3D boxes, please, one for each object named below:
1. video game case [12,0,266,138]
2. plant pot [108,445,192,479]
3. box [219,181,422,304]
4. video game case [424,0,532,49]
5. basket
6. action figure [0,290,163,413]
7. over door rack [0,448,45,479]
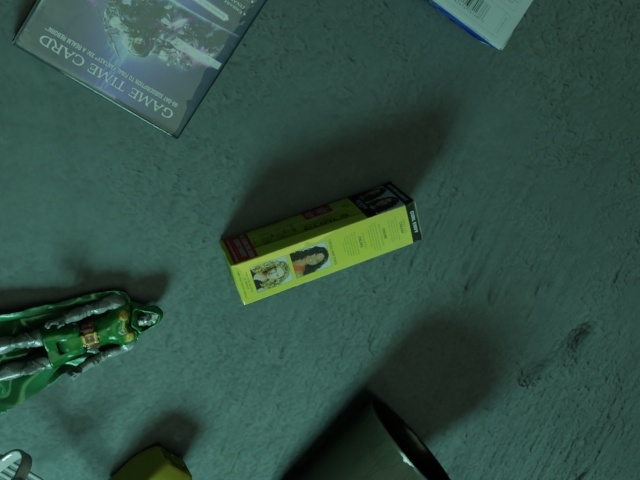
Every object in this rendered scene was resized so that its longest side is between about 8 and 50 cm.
[{"bbox_3d":[-0.160,-0.268,0.815,0.196,0.026,0.274,30,102,-27],"label":"video game case"},{"bbox_3d":[-0.217,0.322,1.036,0.081,0.081,0.083,41,84,-29],"label":"plant pot"},{"bbox_3d":[0.000,0.000,0.957,0.232,0.087,0.058,-20,116,-8],"label":"box"},{"bbox_3d":[0.161,-0.383,0.849,0.270,0.061,0.244,27,104,-27],"label":"video game case"},{"bbox_3d":[0.046,0.359,1.102,0.227,0.154,0.204,-39,119,6],"label":"basket"},{"bbox_3d":[-0.300,0.118,0.926,0.232,0.063,0.137,-18,115,-14],"label":"action figure"},{"bbox_3d":[-0.409,0.410,0.953,0.324,0.108,0.239,-32,129,6],"label":"over door rack"}]
